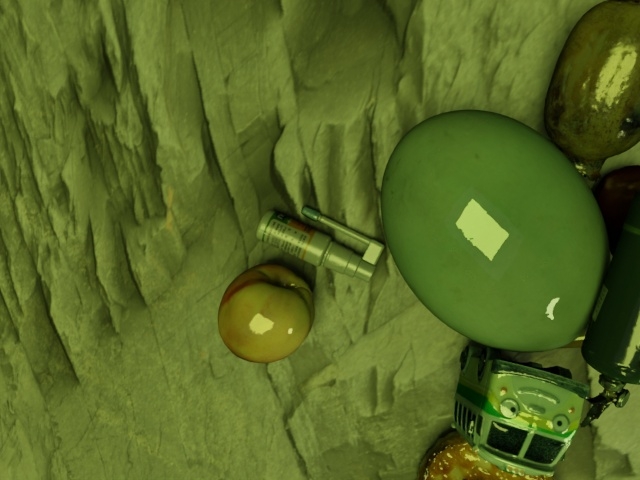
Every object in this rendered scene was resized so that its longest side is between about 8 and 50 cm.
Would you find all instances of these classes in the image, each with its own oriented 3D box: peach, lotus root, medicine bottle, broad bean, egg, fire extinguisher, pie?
[{"bbox_3d":[-0.101,0.136,0.913,0.184,0.184,0.184,4,109,13],"label":"peach"},{"bbox_3d":[0.389,-0.190,0.698,0.154,0.154,0.278,16,119,9],"label":"lotus root"},{"bbox_3d":[0.000,0.000,0.907,0.220,0.061,0.092,25,93,5],"label":"medicine bottle"},{"bbox_3d":[0.477,-0.010,0.698,0.122,0.228,0.156,-26,134,3],"label":"broad bean"},{"bbox_3d":[0.245,-0.006,0.717,0.276,0.276,0.389,-35,109,22],"label":"egg"},{"bbox_3d":[0.383,0.093,0.607,0.093,0.118,0.294,29,115,49],"label":"fire extinguisher"},{"bbox_3d":[0.323,0.501,0.972,0.315,0.092,0.315,7,110,18],"label":"pie"}]

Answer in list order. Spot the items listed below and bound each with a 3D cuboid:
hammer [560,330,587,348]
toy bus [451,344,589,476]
[{"bbox_3d":[0.477,0.149,0.809,0.305,0.113,0.202,-9,102,23],"label":"hammer"},{"bbox_3d":[0.289,0.258,0.780,0.133,0.276,0.165,14,82,9],"label":"toy bus"}]
